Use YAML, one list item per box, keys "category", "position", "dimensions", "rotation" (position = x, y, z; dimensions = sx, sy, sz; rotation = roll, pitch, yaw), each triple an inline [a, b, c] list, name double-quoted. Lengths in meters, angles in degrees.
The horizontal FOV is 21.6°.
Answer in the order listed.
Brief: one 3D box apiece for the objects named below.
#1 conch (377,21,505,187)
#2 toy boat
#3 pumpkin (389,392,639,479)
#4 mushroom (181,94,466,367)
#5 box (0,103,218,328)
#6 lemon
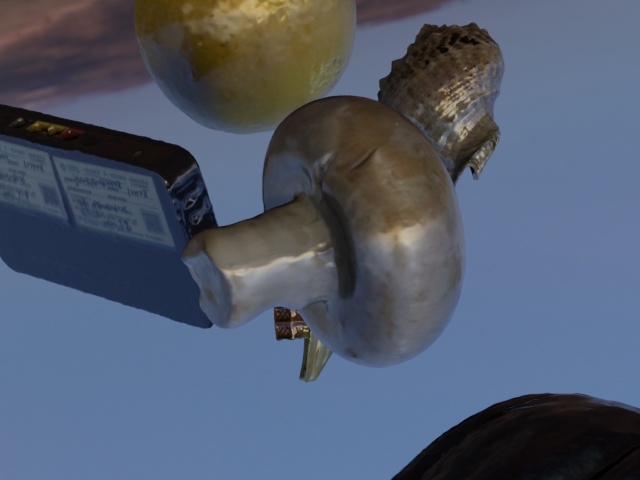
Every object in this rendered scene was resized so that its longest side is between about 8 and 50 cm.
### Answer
- category: "conch"
  position: [0.126, -0.135, 1.725]
  dimensions: [0.130, 0.207, 0.155]
  rotation: [4, 147, -32]
- category: "toy boat"
  position: [-0.017, 0.060, 1.727]
  dimensions: [0.066, 0.172, 0.065]
  rotation: [-5, -177, -10]
- category: "pumpkin"
  position: [0.164, 0.244, 0.855]
  dimensions: [0.266, 0.363, 0.363]
  rotation: [-47, -168, -6]
- category: "mushroom"
  position: [0.000, 0.000, 1.440]
  dimensions: [0.243, 0.244, 0.243]
  rotation: [-14, -173, 2]
- category: "box"
  position: [-0.249, -0.031, 1.831]
  dimensions: [0.350, 0.211, 0.058]
  rotation: [16, -137, 37]
- category: "lemon"
  position: [-0.093, -0.283, 2.101]
  dimensions: [0.297, 0.297, 0.297]
  rotation: [-14, -173, 2]
